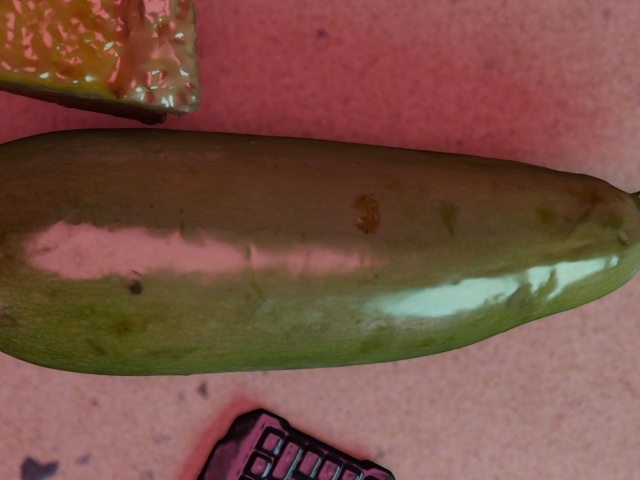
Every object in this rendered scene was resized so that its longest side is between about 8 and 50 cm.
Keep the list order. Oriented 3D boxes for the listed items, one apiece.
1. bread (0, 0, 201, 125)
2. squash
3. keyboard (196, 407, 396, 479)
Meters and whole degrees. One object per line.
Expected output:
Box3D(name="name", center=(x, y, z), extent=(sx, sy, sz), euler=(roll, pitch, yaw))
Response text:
Box3D(name="bread", center=(-0.145, -0.131, 0.812), extent=(0.160, 0.140, 0.169), euler=(-6, 95, -18))
Box3D(name="squash", center=(-0.001, 0.007, 0.867), extent=(0.370, 0.118, 0.118), euler=(1, 98, -12))
Box3D(name="keyboard", center=(-0.055, 0.220, 0.934), extent=(0.106, 0.016, 0.262), euler=(27, 93, -11))
